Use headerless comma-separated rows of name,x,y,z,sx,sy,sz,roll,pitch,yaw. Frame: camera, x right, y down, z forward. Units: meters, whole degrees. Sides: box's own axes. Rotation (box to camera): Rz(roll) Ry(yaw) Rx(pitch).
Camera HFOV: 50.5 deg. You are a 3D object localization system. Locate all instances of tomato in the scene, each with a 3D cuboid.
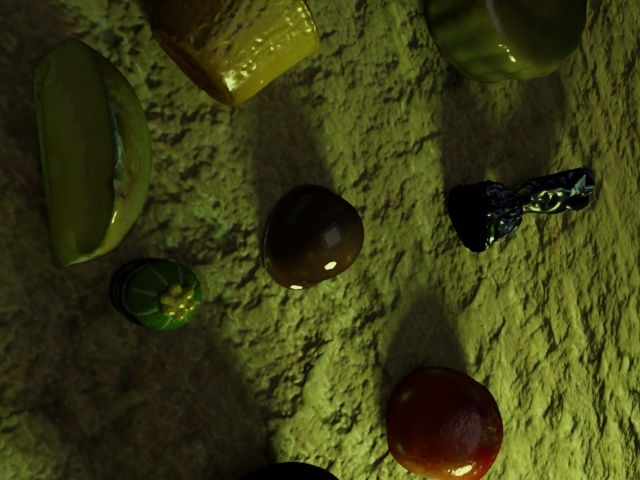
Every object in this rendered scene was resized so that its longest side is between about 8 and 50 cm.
tomato,0.241,0.331,1.196,0.233,0.139,0.201,26,73,-31

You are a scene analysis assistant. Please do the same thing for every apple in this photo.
apple,-0.259,-0.102,0.815,0.120,0.193,0.265,-9,96,-42

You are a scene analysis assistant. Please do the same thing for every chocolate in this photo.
chocolate,0.386,-0.075,1.282,0.343,0.126,0.148,-16,141,-34

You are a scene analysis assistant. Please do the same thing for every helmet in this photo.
helmet,0.000,0.000,1.036,0.175,0.106,0.155,-44,115,-18

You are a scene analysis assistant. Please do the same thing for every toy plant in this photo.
toy plant,-0.209,0.068,0.867,0.092,0.162,0.093,-3,95,-34

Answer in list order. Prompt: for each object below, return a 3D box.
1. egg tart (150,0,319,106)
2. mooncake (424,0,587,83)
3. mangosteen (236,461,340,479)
egg tart,-0.114,-0.288,0.888,0.171,0.215,0.215,-48,117,-8
mooncake,0.321,-0.418,1.178,0.290,0.161,0.291,-1,92,-34
mangosteen,-0.040,0.471,0.936,0.300,0.300,0.301,-3,95,-33
